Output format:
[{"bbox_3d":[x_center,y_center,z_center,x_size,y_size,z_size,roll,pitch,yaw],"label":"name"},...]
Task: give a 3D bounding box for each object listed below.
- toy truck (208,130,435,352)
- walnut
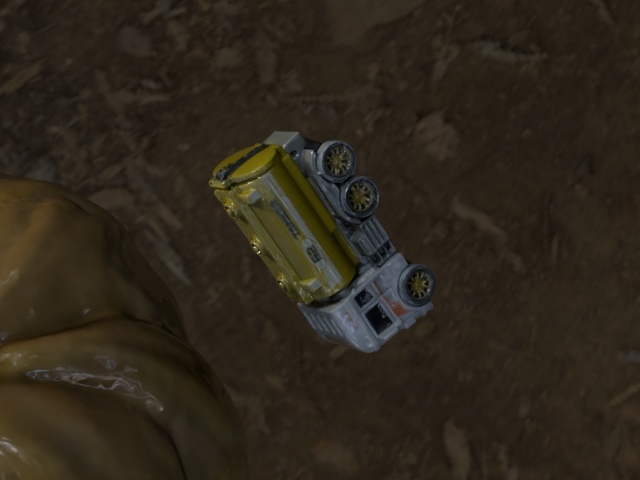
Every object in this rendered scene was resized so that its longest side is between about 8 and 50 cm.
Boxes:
[{"bbox_3d":[0.000,0.000,0.757,0.123,0.063,0.052,56,159,-22],"label":"toy truck"},{"bbox_3d":[-0.171,0.127,0.696,0.285,0.296,0.285,-6,145,-4],"label":"walnut"}]
